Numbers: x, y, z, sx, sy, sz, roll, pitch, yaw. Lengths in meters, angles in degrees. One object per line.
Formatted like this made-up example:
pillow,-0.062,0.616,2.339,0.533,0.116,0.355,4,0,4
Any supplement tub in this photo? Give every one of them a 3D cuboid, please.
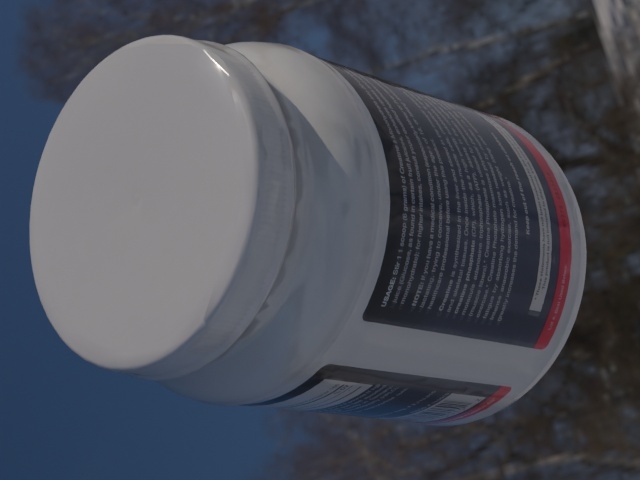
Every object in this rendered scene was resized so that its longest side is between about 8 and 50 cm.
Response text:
supplement tub,0.000,0.000,0.882,0.272,0.191,0.191,13,-122,-47
